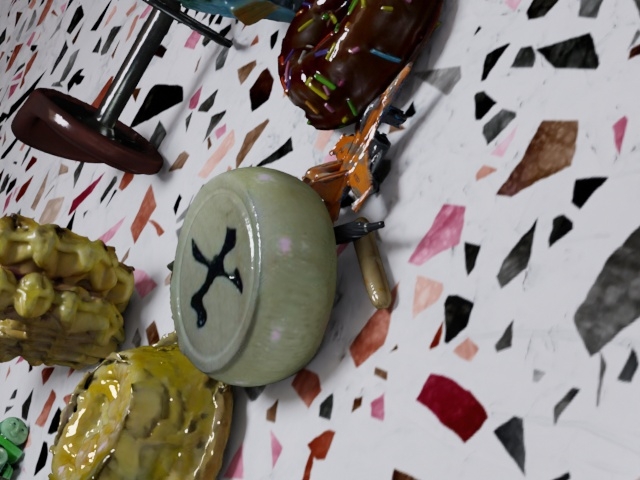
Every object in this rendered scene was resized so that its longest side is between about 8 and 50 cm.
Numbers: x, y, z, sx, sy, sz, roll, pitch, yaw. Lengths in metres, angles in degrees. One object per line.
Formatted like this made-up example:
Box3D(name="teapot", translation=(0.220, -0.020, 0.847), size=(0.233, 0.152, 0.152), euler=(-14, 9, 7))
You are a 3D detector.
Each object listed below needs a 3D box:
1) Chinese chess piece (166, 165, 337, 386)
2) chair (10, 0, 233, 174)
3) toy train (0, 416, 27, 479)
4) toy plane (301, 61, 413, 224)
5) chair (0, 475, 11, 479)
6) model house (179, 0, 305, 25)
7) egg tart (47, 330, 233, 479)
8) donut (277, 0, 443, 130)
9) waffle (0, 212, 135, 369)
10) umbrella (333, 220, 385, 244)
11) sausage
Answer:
Box3D(name="Chinese chess piece", translation=(-0.075, 0.040, 1.319), size=(0.237, 0.092, 0.238), euler=(-13, 74, 57))
Box3D(name="chair", translation=(-0.265, -0.258, 1.826), size=(0.401, 0.226, 0.226), euler=(-58, 28, 9))
Box3D(name="toy train", translation=(-0.520, 0.334, 1.883), size=(0.251, 0.085, 0.119), euler=(-30, 26, 39))
Box3D(name="toy plane", translation=(0.053, -0.101, 1.330), size=(0.188, 0.062, 0.135), euler=(-49, 29, 14))
Box3D(name="chair", translation=(-0.557, 0.384, 1.689), size=(0.166, 0.272, 0.188), euler=(-43, 34, 33))
Box3D(name="model house", translation=(-0.042, -0.385, 1.568), size=(0.226, 0.241, 0.261), euler=(25, -95, -80))
Box3D(name="egg tart", translation=(-0.218, 0.228, 1.427), size=(0.315, 0.120, 0.315), euler=(-41, 34, 35))
Box3D(name="donut", translation=(0.031, -0.232, 1.430), size=(0.216, 0.096, 0.230), euler=(-57, 27, -2))
Box3D(name="waffle", translation=(-0.397, 0.073, 1.711), size=(0.324, 0.261, 0.151), euler=(-18, 58, 56))
Box3D(name="umbrella", translation=(0.000, 0.006, 1.326), size=(0.269, 0.044, 0.044), euler=(-6, 86, 62))
Box3D(name="sausage", translation=(0.050, 0.022, 1.262), size=(0.024, 0.024, 0.132), euler=(-48, 30, 24))
